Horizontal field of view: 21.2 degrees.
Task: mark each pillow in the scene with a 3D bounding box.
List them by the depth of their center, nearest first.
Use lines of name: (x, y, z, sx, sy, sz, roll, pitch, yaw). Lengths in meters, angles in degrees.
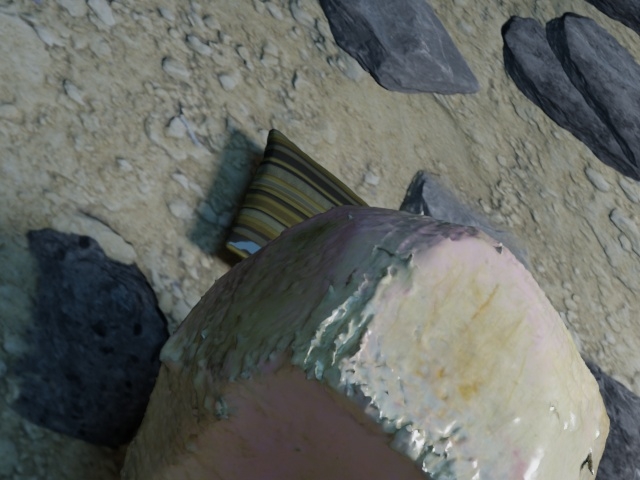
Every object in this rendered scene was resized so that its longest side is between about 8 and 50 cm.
pillow: (0.000, 0.000, 1.852, 0.208, 0.052, 0.212, 38, 39, -16)

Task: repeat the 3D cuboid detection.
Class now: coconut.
coconut: (0.055, 0.157, 1.488, 0.404, 0.404, 0.405, 26, 41, -25)
